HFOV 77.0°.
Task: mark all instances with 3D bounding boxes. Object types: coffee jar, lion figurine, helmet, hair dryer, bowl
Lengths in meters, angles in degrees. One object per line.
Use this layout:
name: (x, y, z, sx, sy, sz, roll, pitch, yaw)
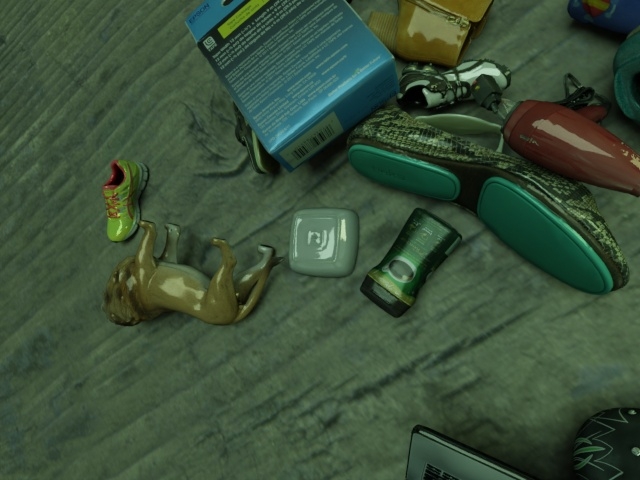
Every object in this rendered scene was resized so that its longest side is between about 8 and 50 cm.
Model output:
coffee jar: (0.154, 0.041, 0.702, 0.096, 0.079, 0.184, 38, 94, 18)
lion figurine: (-0.274, 0.097, 0.830, 0.393, 0.142, 0.239, 12, 92, 19)
helmet: (0.409, 0.293, 0.506, 0.162, 0.169, 0.169, 12, 85, 12)
hair dryer: (0.363, -0.172, 0.569, 0.224, 0.080, 0.293, -4, 51, -3)
bowl: (0.000, 0.000, 0.785, 0.142, 0.053, 0.141, 2, 82, 20)

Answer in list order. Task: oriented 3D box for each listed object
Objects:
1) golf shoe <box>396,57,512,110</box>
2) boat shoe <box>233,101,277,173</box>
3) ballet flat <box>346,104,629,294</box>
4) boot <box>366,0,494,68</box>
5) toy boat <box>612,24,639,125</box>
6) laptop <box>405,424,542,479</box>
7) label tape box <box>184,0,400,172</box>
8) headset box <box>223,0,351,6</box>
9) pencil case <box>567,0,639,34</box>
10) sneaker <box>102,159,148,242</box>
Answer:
golf shoe: (0.231, -0.267, 0.721, 0.199, 0.077, 0.093, 9, 59, 31)
boat shoe: (-0.147, -0.235, 0.876, 0.074, 0.080, 0.223, -20, 68, 23)
ballet flat: (0.271, -0.111, 0.657, 0.483, 0.164, 0.182, 33, 73, 25)
boot: (0.225, -0.484, 0.761, 0.212, 0.104, 0.294, 21, 100, 17)
toy boat: (0.512, -0.149, 0.533, 0.148, 0.267, 0.318, -29, 103, 10)
laptop: (0.256, 0.484, 0.504, 0.383, 0.407, 0.236, 17, 53, 23)
label tape box: (-0.059, -0.338, 0.731, 0.249, 0.115, 0.347, -36, 71, 9)
headset box: (-0.095, -0.478, 0.878, 0.218, 0.110, 0.293, 32, 93, 22)
pencil case: (0.546, -0.357, 0.604, 0.306, 0.119, 0.133, 37, 56, 24)
sneaker: (-0.491, -0.099, 0.972, 0.082, 0.094, 0.208, 4, 83, 20)
